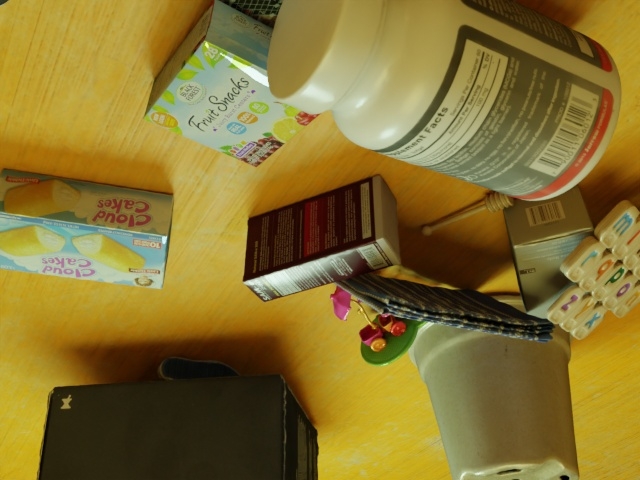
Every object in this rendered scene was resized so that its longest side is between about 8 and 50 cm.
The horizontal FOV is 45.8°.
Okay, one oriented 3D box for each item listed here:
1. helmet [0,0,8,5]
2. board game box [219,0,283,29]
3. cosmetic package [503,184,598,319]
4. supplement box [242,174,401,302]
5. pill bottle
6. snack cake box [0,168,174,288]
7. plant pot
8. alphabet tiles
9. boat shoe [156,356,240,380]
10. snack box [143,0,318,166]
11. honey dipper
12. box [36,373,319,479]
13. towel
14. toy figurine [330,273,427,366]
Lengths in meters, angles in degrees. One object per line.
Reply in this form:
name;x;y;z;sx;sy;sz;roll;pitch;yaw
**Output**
helmet;-0.383;-0.314;0.758;0.161;0.169;0.169;3;145;23
board game box;-0.038;-0.344;0.813;0.243;0.042;0.165;-32;132;34
cosmetic package;0.380;0.030;1.241;0.127;0.107;0.238;-15;137;13
supplement box;0.000;0.000;1.180;0.239;0.130;0.073;-17;138;21
pill bottle;0.139;-0.186;0.854;0.362;0.210;0.210;15;140;-27
snack cake box;-0.372;-0.013;1.198;0.264;0.089;0.152;8;140;-10
plant pot;0.344;0.321;1.439;0.333;0.306;0.334;-1;143;-1
alphabet tiles;0.478;0.037;1.200;0.278;0.021;0.284;-49;139;12
boat shoe;-0.258;0.287;1.608;0.183;0.066;0.066;20;151;-22
snack box;-0.104;-0.188;0.955;0.174;0.070;0.207;22;151;-26
honey dipper;0.230;-0.042;1.211;0.160;0.031;0.030;-22;137;32
box;-0.269;0.494;1.612;0.479;0.298;0.472;-5;152;7
towel;0.186;0.093;1.233;0.335;0.243;0.040;12;97;-26
toy figurine;0.097;0.118;1.362;0.173;0.130;0.159;-39;121;11
